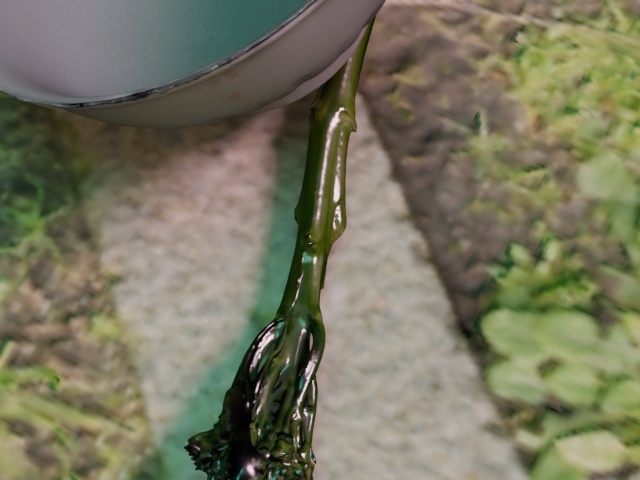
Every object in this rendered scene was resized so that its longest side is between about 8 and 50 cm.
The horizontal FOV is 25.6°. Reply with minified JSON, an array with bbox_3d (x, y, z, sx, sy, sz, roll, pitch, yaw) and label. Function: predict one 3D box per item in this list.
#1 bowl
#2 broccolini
[{"bbox_3d":[-0.033,-0.102,0.503,0.189,0.086,0.189,-14,54,21],"label":"bowl"},{"bbox_3d":[0.001,0.000,0.500,0.042,0.044,0.218,3,62,26],"label":"broccolini"}]
